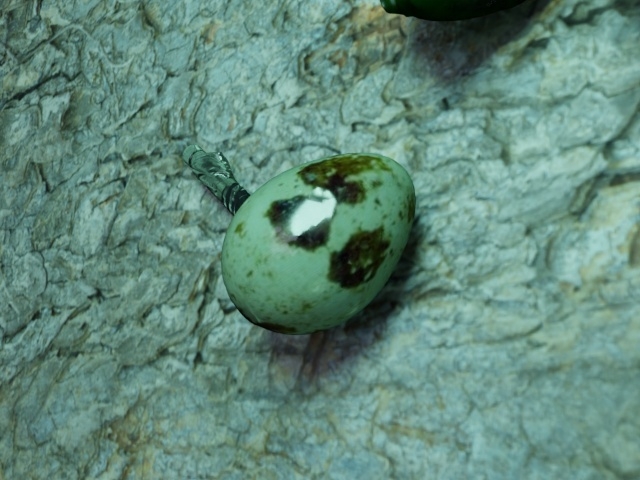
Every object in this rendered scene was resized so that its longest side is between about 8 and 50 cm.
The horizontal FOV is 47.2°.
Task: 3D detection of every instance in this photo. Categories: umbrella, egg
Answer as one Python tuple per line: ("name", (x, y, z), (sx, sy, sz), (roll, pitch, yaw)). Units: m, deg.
("umbrella", (-0.123, -0.073, 0.967), (0.050, 0.046, 0.188), (-44, 51, -2))
("egg", (0.000, 0.000, 0.772), (0.231, 0.169, 0.169), (-39, 56, 8))

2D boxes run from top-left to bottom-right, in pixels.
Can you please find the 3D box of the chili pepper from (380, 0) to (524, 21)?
("chili pepper", (0.168, -0.316, 0.739), (0.174, 0.261, 0.165), (40, 144, 53))
